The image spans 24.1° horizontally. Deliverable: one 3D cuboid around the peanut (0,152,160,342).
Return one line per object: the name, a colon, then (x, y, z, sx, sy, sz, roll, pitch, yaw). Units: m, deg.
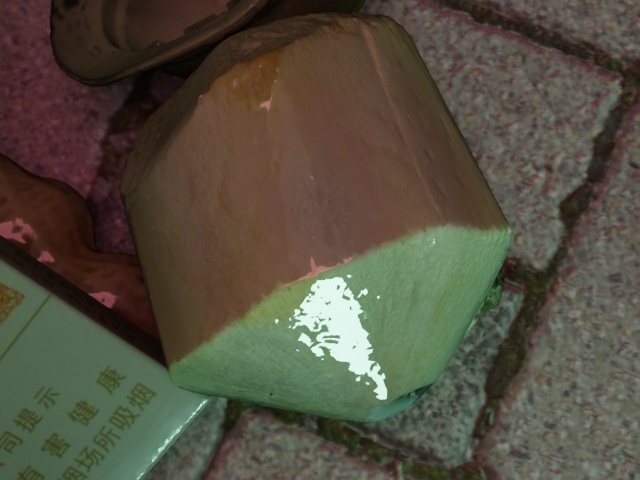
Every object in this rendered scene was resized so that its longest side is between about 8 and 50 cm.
peanut: (-0.192, 0.016, 1.053, 0.228, 0.085, 0.104, 39, 82, 8)

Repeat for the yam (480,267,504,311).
yam: (0.101, 0.004, 1.057, 0.043, 0.043, 0.094, -19, 78, 1)

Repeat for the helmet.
helmet: (-0.051, -0.179, 1.054, 0.257, 0.137, 0.204, -38, 42, 13)

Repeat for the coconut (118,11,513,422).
coconut: (0.000, 0.000, 0.966, 0.239, 0.239, 0.244, -20, 72, 0)

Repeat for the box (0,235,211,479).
box: (-0.273, 0.073, 0.953, 0.365, 0.051, 0.205, 36, 101, -22)
